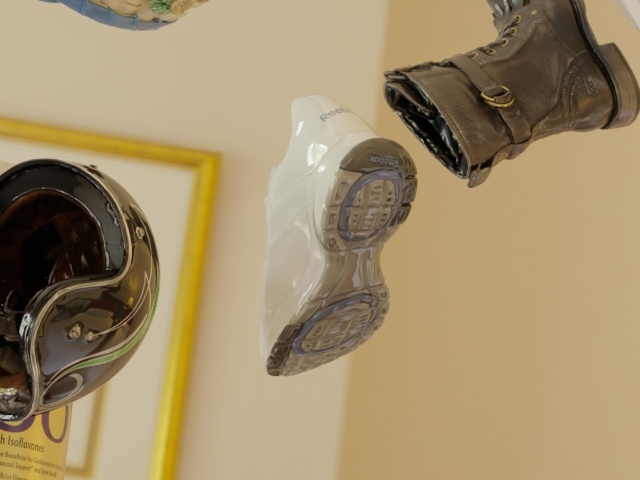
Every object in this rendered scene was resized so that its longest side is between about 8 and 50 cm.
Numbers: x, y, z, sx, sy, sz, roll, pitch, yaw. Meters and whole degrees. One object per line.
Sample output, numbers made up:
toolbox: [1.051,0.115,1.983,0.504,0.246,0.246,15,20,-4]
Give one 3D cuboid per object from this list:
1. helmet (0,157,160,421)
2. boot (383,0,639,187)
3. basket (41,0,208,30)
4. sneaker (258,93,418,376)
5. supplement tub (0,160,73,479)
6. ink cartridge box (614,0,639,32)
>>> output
helmet: [-0.192,0.031,1.091,0.169,0.161,0.169,22,-47,26]
boot: [0.158,-0.173,1.478,0.229,0.263,0.091,-16,-37,-25]
basket: [-0.210,-0.288,1.374,0.289,0.201,0.254,-10,-9,31]
sneaker: [0.000,0.000,1.372,0.111,0.129,0.297,-8,-45,-31]
supplement tub: [-0.325,0.112,1.299,0.241,0.331,0.241,4,-15,1]
ink cartridge box: [0.368,-0.316,1.357,0.289,0.121,0.211,-32,9,12]
